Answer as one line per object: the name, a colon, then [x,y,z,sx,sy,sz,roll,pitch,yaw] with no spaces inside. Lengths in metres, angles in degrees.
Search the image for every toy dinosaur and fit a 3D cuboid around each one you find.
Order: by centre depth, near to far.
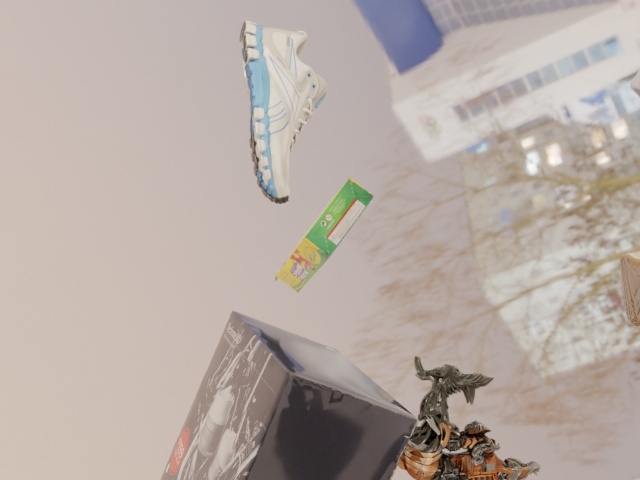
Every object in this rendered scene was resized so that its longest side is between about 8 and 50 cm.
toy dinosaur: [0.181,0.300,1.543,0.164,0.322,0.218,176,111,-74]

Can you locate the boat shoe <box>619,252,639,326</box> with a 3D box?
boat shoe: [0.276,0.033,0.783,0.170,0.059,0.063,51,-149,-84]

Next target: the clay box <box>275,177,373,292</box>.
clay box: [0.000,0.000,1.562,0.053,0.222,0.127,37,-113,0]

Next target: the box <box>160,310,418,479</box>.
box: [-0.066,0.293,1.298,0.179,0.313,0.343,24,-179,-18]

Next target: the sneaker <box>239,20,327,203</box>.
sneaker: [-0.032,-0.129,0.985,0.071,0.083,0.191,121,145,-72]

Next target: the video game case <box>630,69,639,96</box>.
video game case: [0.468,-0.032,0.895,0.329,0.036,0.300,35,-176,-26]
